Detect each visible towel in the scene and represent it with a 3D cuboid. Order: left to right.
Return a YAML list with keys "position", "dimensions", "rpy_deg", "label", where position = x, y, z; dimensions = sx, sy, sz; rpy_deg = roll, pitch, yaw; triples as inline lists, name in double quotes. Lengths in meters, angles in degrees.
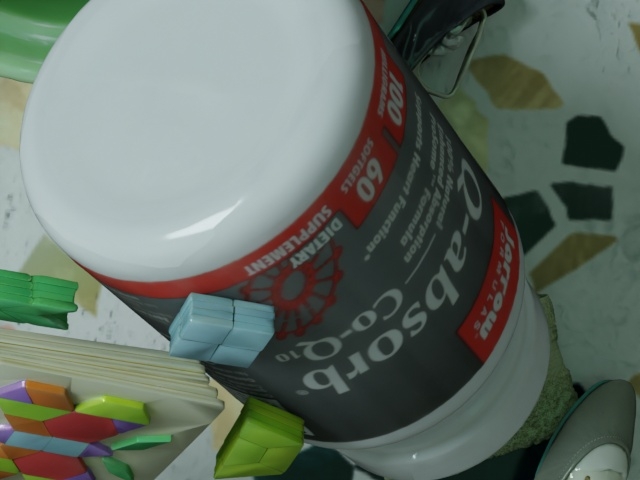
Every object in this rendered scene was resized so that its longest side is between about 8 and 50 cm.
- position: [0.102, 0.103, 1.275]
  dimensions: [0.148, 0.027, 0.110]
  rpy_deg: [-17, 90, -1]
  label: "towel"

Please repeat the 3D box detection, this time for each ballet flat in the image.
- position: [0.054, -0.108, 1.258]
  dimensions: [0.074, 0.074, 0.203]
  rpy_deg: [40, 86, 0]
  label: "ballet flat"
- position: [0.167, 0.196, 1.250]
  dimensions: [0.072, 0.068, 0.213]
  rpy_deg: [33, 92, -40]
  label: "ballet flat"

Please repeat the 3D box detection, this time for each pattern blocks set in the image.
- position: [-0.151, 0.105, 1.045]
  dimensions: [0.285, 0.325, 0.026]
  rpy_deg: [5, 60, -8]
  label: "pattern blocks set"

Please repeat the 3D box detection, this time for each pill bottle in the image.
- position: [0.000, 0.000, 1.096]
  dimensions: [0.210, 0.363, 0.210]
  rpy_deg: [-13, 58, 22]
  label: "pill bottle"

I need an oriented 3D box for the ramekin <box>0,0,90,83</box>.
- position: [-0.149, -0.258, 1.110]
  dimensions: [0.303, 0.148, 0.303]
  rpy_deg: [-2, 111, -6]
  label: "ramekin"
